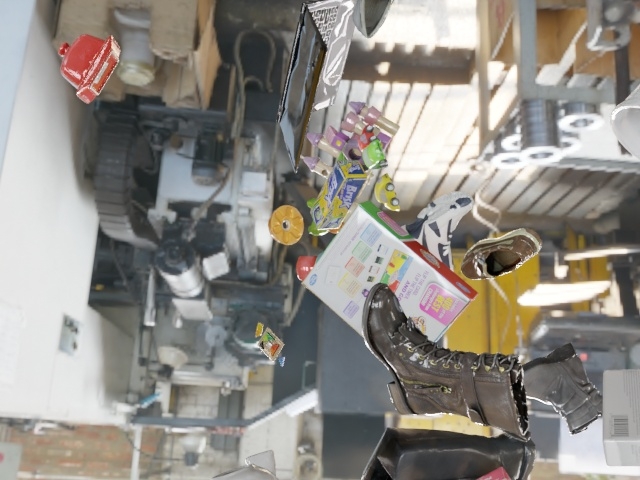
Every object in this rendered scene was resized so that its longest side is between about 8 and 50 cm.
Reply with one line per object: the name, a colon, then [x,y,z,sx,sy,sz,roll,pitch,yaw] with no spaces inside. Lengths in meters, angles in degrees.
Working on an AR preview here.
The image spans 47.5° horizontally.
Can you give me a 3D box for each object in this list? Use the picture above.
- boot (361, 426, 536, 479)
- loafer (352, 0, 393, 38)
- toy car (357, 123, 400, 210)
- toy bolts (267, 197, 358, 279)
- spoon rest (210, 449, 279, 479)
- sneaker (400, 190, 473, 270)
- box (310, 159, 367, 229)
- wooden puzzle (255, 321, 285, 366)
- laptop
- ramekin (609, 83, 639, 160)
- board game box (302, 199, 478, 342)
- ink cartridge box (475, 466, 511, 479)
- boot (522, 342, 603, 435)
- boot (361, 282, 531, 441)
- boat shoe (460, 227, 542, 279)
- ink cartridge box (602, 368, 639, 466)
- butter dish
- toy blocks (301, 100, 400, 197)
boot: [0.292,0.626,1.746,0.445,0.367,0.146,8,-172,-36]
loafer: [0.165,-0.686,1.928,0.112,0.111,0.319,-1,141,-15]
toy car: [0.133,-0.192,1.772,0.053,0.239,0.225,-19,170,5]
toy bolts: [0.000,0.000,1.835,0.218,0.228,0.158,-6,-179,-38]
spoon rest: [-0.117,0.409,1.201,0.137,0.084,0.276,-20,170,5]
sneaker: [0.289,-0.003,1.694,0.235,0.094,0.153,-40,113,22]
box: [0.038,-0.098,1.587,0.059,0.054,0.169,-4,141,-30]
wooden puzzle: [-0.134,0.275,1.916,0.116,0.078,0.014,35,-151,26]
laptop: [0.025,-0.461,2.082,0.408,0.236,0.382,-27,146,-42]
ramekin: [0.763,-0.242,1.513,0.277,0.135,0.277,37,176,3]
board game box: [0.146,0.104,1.599,0.242,0.316,0.064,-54,166,25]
ink cartridge box: [0.411,0.629,1.575,0.092,0.158,0.218,-32,-168,12]
boot: [0.626,0.425,1.953,0.338,0.222,0.118,-18,158,-26]
boot: [0.197,0.177,1.098,0.229,0.263,0.091,-4,-153,42]
boat shoe: [0.413,0.048,1.751,0.095,0.095,0.257,46,147,-2]
ink cartridge box: [0.704,0.342,1.450,0.261,0.066,0.296,-9,-166,24]
butter dish: [-0.556,-0.421,1.703,0.118,0.160,0.160,31,178,-7]
toy blocks: [0.063,-0.297,2.398,0.260,0.309,0.288,32,129,5]
